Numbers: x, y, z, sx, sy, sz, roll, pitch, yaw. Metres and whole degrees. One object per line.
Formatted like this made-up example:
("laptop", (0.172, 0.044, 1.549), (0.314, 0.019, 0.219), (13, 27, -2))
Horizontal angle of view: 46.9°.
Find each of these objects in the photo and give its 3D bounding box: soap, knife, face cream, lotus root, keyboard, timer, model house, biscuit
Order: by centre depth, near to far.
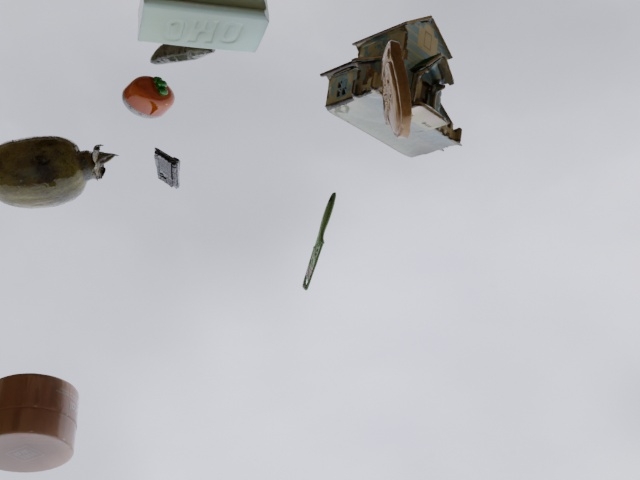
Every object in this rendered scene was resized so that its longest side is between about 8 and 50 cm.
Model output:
("biscuit", (0.103, -0.204, 1.049), (0.023, 0.118, 0.140), (-6, -119, -6))
("face cream", (-0.468, 0.294, 1.185), (0.149, 0.149, 0.104), (-6, -130, -3))
("soap", (-0.189, -0.363, 1.186), (0.198, 0.119, 0.066), (1, -105, -18))
("model house", (0.149, -0.297, 1.320), (0.178, 0.271, 0.206), (-13, -118, 48))
("knife", (0.000, 0.000, 1.450), (0.030, 0.014, 0.207), (-1, -111, 58))
("lotus root", (-0.574, -0.148, 1.573), (0.278, 0.154, 0.154), (-7, -138, -5))
("keyboard", (-0.403, -0.184, 1.934), (0.072, 0.231, 0.023), (30, -106, -3))
("timer", (-0.446, -0.387, 1.945), (0.136, 0.136, 0.099), (-16, -114, -14))

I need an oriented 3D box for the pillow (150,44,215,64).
("pillow", (-0.353, -0.512, 1.935), (0.241, 0.051, 0.093), (1, -112, 38))
